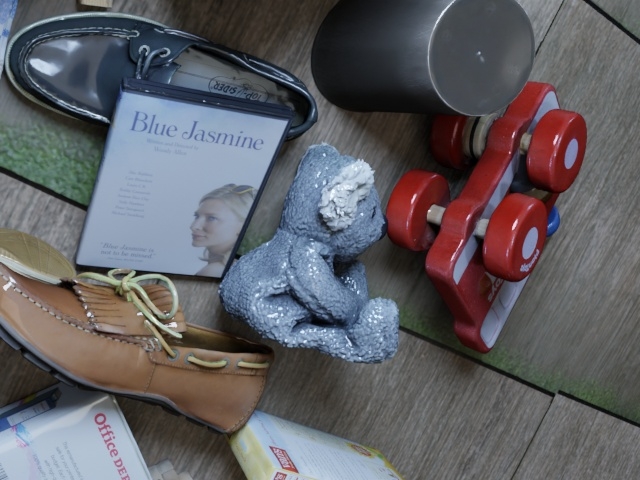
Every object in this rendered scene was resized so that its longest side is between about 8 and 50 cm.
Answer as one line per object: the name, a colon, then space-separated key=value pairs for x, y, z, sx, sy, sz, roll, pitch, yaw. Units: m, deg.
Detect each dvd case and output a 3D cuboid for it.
dvd case: x=-0.152 y=-0.056 z=0.940 sx=0.180 sy=0.022 sz=0.253 roll=7 pitch=132 yaw=-24

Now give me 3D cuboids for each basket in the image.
basket: x=0.119 y=-0.214 z=0.963 sx=0.204 sy=0.227 sz=0.154 roll=-33 pitch=114 yaw=-10

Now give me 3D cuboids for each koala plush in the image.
koala plush: x=0.000 y=0.000 z=1.000 sx=0.203 sy=0.196 sz=0.221 roll=11 pitch=104 yaw=-15

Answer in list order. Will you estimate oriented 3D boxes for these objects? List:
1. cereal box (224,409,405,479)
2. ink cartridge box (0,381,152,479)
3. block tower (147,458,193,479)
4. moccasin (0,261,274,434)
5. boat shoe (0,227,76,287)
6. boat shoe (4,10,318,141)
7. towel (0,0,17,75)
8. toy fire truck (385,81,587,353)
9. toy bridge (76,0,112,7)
cereal box: x=0.005 y=0.289 z=1.085 sx=0.240 sy=0.173 sz=0.047 roll=23 pitch=96 yaw=-25
ink cartridge box: x=-0.316 y=0.263 z=0.990 sx=0.212 sy=0.093 sz=0.154 roll=-23 pitch=113 yaw=-14
block tower: x=-0.297 y=0.380 z=1.031 sx=0.335 sy=0.097 sz=0.091 roll=-23 pitch=112 yaw=-17
moccasin: x=-0.198 y=0.099 z=0.944 sx=0.380 sy=0.139 sz=0.147 roll=31 pitch=90 yaw=-35
boat shoe: x=-0.350 y=0.023 z=0.933 sx=0.170 sy=0.063 sz=0.059 roll=25 pitch=117 yaw=-34
boat shoe: x=-0.157 y=-0.163 z=0.926 sx=0.340 sy=0.113 sz=0.127 roll=13 pitch=99 yaw=-25
towel: x=-0.399 y=-0.230 z=0.823 sx=0.209 sy=0.034 sz=0.285 roll=13 pitch=111 yaw=-24
toy fire truck: x=0.230 y=-0.034 z=1.096 sx=0.302 sy=0.169 sz=0.254 roll=-60 pitch=145 yaw=-18
toy bridge: x=-0.216 y=-0.339 z=0.902 sx=0.063 sy=0.026 sz=0.188 roll=1 pitch=104 yaw=-25
